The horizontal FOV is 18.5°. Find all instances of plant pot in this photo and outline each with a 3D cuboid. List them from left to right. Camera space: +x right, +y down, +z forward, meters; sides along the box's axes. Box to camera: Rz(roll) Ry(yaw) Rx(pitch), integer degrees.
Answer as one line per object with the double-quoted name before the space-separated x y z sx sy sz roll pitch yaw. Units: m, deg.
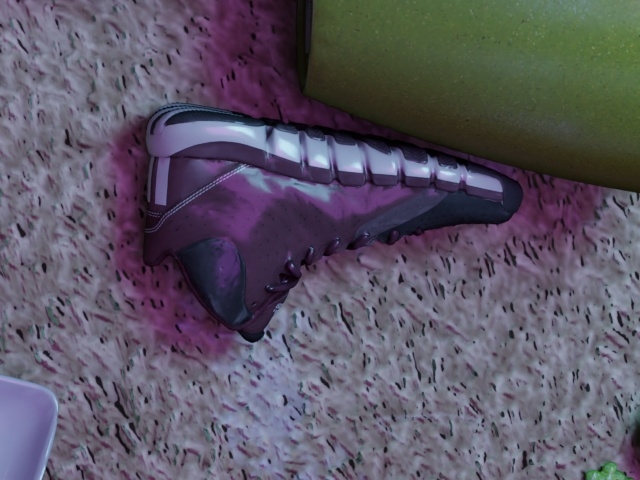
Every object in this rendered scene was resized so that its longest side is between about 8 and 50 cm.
"plant pot" 0.134 -0.168 1.394 0.294 0.275 0.274 2 93 -6

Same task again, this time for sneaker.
"sneaker" 0.000 0.000 1.428 0.281 0.106 0.162 10 96 -12

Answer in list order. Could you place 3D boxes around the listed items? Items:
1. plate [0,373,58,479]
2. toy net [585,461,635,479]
"plate" -0.331 0.196 1.246 0.278 0.045 0.277 14 67 -5
"toy net" 0.324 0.227 1.587 0.232 0.045 0.122 42 78 -18
